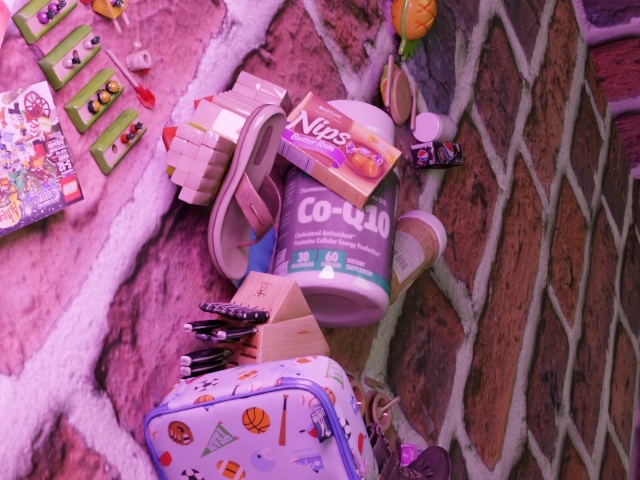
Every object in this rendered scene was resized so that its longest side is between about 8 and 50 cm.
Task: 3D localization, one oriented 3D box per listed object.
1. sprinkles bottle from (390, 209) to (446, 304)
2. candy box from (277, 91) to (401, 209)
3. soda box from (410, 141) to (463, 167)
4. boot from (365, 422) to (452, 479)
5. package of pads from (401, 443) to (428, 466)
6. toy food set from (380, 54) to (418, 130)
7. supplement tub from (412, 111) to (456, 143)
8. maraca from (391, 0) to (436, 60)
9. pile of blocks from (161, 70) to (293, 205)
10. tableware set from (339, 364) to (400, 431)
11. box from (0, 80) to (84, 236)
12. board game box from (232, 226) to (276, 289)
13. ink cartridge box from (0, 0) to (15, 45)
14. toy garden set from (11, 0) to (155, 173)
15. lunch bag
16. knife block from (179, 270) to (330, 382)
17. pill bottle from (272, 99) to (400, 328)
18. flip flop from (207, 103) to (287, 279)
[{"bbox_3d":[0.135,0.048,2.051,0.355,0.121,0.121,-37,114,-57],"label":"sprinkles bottle"},{"bbox_3d":[0.025,-0.148,1.712,0.109,0.187,0.053,-51,172,-26],"label":"candy box"},{"bbox_3d":[0.271,-0.195,2.416,0.169,0.060,0.053,-6,87,-61],"label":"soda box"},{"bbox_3d":[0.141,0.427,1.970,0.263,0.091,0.229,-51,126,-37],"label":"boot"},{"bbox_3d":[0.194,0.444,2.139,0.083,0.032,0.050,26,59,-55],"label":"package of pads"},{"bbox_3d":[0.165,-0.319,2.297,0.192,0.039,0.132,30,63,-63],"label":"toy food set"},{"bbox_3d":[0.262,-0.258,2.407,0.107,0.071,0.071,-5,87,-60],"label":"supplement tub"},{"bbox_3d":[0.207,-0.497,2.355,0.127,0.099,0.185,-37,140,-52],"label":"maraca"},{"bbox_3d":[-0.163,-0.160,1.620,0.362,0.113,0.149,-47,160,-59],"label":"pile of blocks"},{"bbox_3d":[0.092,0.316,1.985,0.194,0.039,0.128,32,55,-53],"label":"tableware set"},{"bbox_3d":[-0.390,-0.088,1.240,0.233,0.044,0.159,-36,114,-57],"label":"box"},{"bbox_3d":[-0.128,0.005,1.687,0.133,0.033,0.168,53,40,-43],"label":"board game box"},{"bbox_3d":[-0.437,-0.308,1.221,0.179,0.045,0.145,45,45,-50],"label":"ink cartridge box"},{"bbox_3d":[-0.293,-0.251,1.449,0.244,0.049,0.204,64,34,-28],"label":"toy garden set"},{"bbox_3d":[-0.074,0.294,1.432,0.115,0.303,0.243,-47,123,-65],"label":"lunch bag"},{"bbox_3d":[-0.106,0.181,1.613,0.242,0.088,0.275,-59,144,-31],"label":"knife block"},{"bbox_3d":[0.032,-0.047,1.809,0.204,0.204,0.361,41,47,-49],"label":"pill bottle"},{"bbox_3d":[-0.095,-0.066,1.569,0.112,0.080,0.277,-7,118,-67],"label":"flip flop"}]
